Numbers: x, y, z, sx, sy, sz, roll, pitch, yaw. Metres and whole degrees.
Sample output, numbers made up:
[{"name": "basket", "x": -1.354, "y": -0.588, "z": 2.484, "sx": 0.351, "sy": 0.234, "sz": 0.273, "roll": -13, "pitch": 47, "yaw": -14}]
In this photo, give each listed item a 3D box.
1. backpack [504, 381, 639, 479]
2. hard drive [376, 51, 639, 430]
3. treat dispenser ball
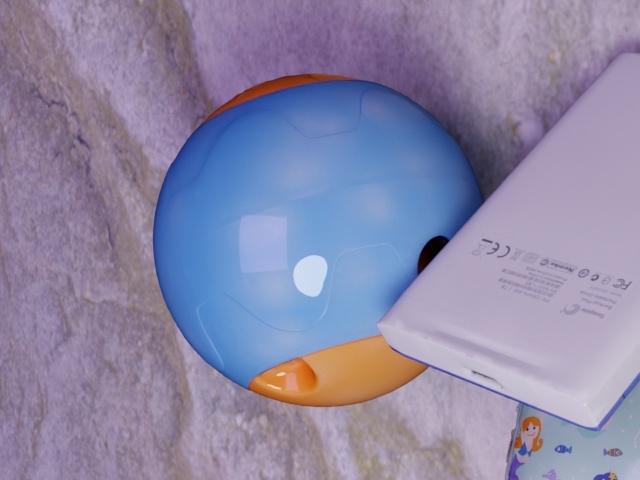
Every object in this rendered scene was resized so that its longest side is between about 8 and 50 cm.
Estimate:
[{"name": "backpack", "x": 0.260, "y": 0.130, "z": 1.164, "sx": 0.225, "sy": 0.191, "sz": 0.254, "roll": -4, "pitch": 57, "yaw": 35}, {"name": "hard drive", "x": 0.215, "y": -0.013, "z": 1.157, "sx": 0.210, "sy": 0.319, "sz": 0.040, "roll": 19, "pitch": 148, "yaw": 48}, {"name": "treat dispenser ball", "x": 0.000, "y": 0.000, "z": 1.340, "sx": 0.288, "sy": 0.288, "sz": 0.288, "roll": 1, "pitch": 92, "yaw": 41}]
